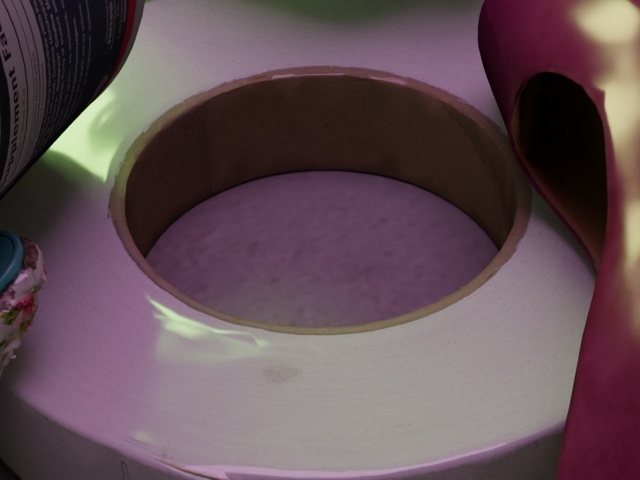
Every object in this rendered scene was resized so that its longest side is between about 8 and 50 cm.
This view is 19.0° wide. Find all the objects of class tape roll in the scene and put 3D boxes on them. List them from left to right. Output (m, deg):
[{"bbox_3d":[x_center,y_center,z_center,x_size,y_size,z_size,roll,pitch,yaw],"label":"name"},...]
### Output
[{"bbox_3d":[0.000,0.000,0.960,0.392,0.072,0.392,0,42,0],"label":"tape roll"}]

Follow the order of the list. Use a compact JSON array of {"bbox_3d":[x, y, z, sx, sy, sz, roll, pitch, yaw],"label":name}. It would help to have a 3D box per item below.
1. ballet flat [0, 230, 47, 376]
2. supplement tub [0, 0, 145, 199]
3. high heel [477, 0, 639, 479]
[{"bbox_3d":[-0.212,0.087,0.827,0.241,0.077,0.091,-34,35,-8],"label":"ballet flat"},{"bbox_3d":[-0.204,-0.088,0.831,0.191,0.191,0.272,10,29,12],"label":"supplement tub"},{"bbox_3d":[0.102,0.001,0.811,0.181,0.127,0.377,-21,35,-10],"label":"high heel"}]
